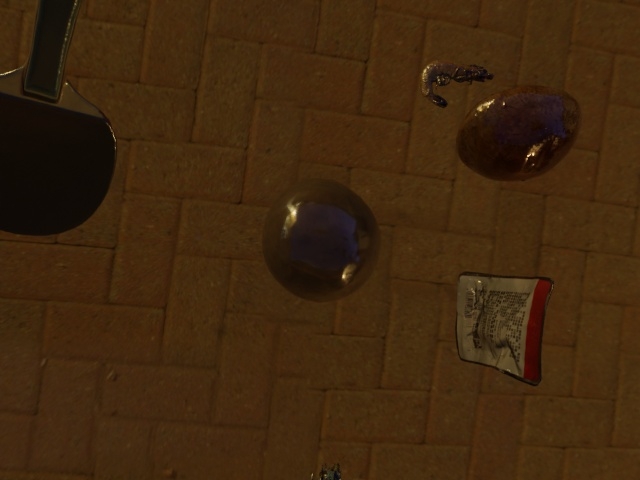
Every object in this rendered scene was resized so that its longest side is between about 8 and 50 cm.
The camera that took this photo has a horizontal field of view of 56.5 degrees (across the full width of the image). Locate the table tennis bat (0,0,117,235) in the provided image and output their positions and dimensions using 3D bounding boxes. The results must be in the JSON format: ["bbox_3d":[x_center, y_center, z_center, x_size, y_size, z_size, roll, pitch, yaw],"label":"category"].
[{"bbox_3d":[-0.282,-0.118,0.585,0.173,0.022,0.301,11,128,-26],"label":"table tennis bat"}]

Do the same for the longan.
[{"bbox_3d":[0.003,-0.003,1.392,0.297,0.297,0.297,0,90,-12],"label":"longan"}]

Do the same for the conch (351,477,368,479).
[{"bbox_3d":[0.125,0.612,1.219,0.324,0.186,0.263,-9,56,-23],"label":"conch"}]

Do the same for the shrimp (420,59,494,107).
[{"bbox_3d":[0.335,-0.386,1.481,0.178,0.034,0.124,13,81,9],"label":"shrimp"}]

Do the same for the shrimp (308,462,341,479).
[{"bbox_3d":[0.003,0.489,1.131,0.082,0.174,0.076,-23,94,16],"label":"shrimp"}]

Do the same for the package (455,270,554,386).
[{"bbox_3d":[0.273,0.128,0.924,0.030,0.239,0.154,7,87,-13],"label":"package"}]

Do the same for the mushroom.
[{"bbox_3d":[0.465,-0.238,1.367,0.283,0.263,0.195,-14,62,-42],"label":"mushroom"}]
